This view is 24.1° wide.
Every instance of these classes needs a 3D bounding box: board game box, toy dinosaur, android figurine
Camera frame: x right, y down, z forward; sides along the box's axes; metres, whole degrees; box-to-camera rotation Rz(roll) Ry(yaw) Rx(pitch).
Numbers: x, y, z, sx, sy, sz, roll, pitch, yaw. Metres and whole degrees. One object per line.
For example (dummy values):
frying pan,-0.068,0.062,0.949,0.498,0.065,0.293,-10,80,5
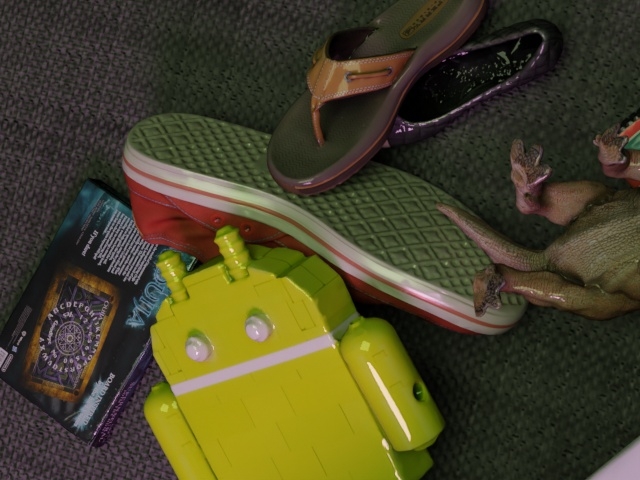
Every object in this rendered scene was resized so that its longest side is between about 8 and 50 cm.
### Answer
board game box,-0.185,0.059,1.236,0.126,0.026,0.186,34,100,20
toy dinosaur,0.225,0.007,1.013,0.296,0.200,0.127,-10,73,40
android figurine,-0.028,0.117,1.096,0.248,0.056,0.272,-19,102,38

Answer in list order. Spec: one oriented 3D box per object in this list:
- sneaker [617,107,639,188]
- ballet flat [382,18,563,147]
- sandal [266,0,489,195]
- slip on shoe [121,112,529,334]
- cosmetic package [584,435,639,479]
sneaker,0.279,-0.084,1.046,0.161,0.057,0.075,-35,92,16
ballet flat,0.098,-0.120,1.117,0.173,0.049,0.057,-27,77,19
sandal,0.036,-0.129,1.100,0.219,0.060,0.090,-45,46,-4
slip on shoe,0.000,0.000,1.130,0.331,0.123,0.101,19,127,17
cosmetic package,0.155,0.261,0.910,0.161,0.230,0.453,53,124,17
